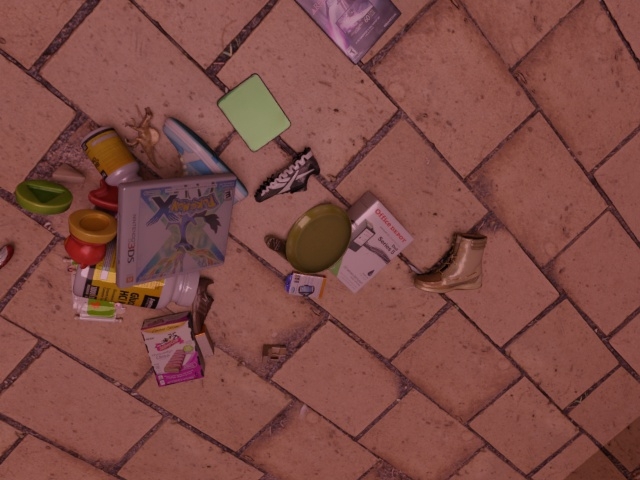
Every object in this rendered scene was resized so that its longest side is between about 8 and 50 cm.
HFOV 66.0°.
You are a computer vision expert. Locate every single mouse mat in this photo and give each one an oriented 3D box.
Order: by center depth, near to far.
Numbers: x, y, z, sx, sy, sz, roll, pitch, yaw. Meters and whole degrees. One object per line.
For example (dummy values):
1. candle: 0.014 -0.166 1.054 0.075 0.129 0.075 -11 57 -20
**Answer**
1. mouse mat: -0.196 -0.378 1.470 0.152 0.007 0.190 -35 114 4

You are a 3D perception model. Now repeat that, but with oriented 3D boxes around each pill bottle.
1. pill bottle: -0.576 -0.219 1.381 0.103 0.103 0.184 -33 95 3
2. pill bottle: -0.545 0.103 1.481 0.333 0.188 0.188 14 108 -22

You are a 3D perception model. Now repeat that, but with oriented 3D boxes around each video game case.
1. video game case: -0.393 -0.032 1.359 0.328 0.036 0.300 -14 128 -42
2. video game case: 0.072 -0.672 1.398 0.274 0.026 0.196 40 99 -22

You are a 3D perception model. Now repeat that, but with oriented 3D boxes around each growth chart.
1. growth chart: -0.714 0.162 1.571 0.171 0.021 0.237 -1 112 -12

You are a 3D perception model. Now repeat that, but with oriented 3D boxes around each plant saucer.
1. plant saucer: 0.000 0.000 1.547 0.241 0.241 0.037 -43 140 7

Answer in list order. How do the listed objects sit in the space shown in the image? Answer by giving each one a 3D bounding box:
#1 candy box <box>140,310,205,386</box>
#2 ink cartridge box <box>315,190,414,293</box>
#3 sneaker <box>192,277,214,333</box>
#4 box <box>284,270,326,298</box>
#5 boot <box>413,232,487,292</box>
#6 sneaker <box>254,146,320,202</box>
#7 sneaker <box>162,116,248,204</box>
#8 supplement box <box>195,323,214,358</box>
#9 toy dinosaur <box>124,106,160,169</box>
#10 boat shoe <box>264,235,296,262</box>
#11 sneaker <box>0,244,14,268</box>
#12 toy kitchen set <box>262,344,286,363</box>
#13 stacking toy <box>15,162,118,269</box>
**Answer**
1. candy box: -0.494 0.367 1.664 0.159 0.071 0.234 -11 112 -6
2. ink cartridge box: 0.137 0.005 1.622 0.273 0.115 0.198 -44 112 7
3. sneaker: -0.386 0.217 1.620 0.071 0.066 0.189 0 103 -14
4. box: -0.054 0.151 1.690 0.136 0.028 0.081 11 108 -12
5. boot: 0.456 0.075 1.721 0.261 0.095 0.204 -3 112 -12
6. sneaker: -0.095 -0.178 1.527 0.234 0.078 0.106 -39 110 3
7. sneaker: -0.386 -0.185 1.443 0.208 0.127 0.319 -40 112 5
8. supplement box: -0.395 0.344 1.679 0.036 0.062 0.099 -18 112 -5
9. toy dinosaur: -0.511 -0.287 1.418 0.092 0.053 0.183 -4 111 -11
10. boat shoe: -0.119 0.031 1.627 0.153 0.048 0.056 30 93 -26
11. sneaker: -1.008 0.073 1.443 0.225 0.088 0.093 -30 112 1
12. toy kitchen set: -0.165 0.419 1.745 0.083 0.075 0.068 5 111 -8
13. stacking toy: -0.660 -0.069 1.358 0.279 0.309 0.130 24 116 -5
